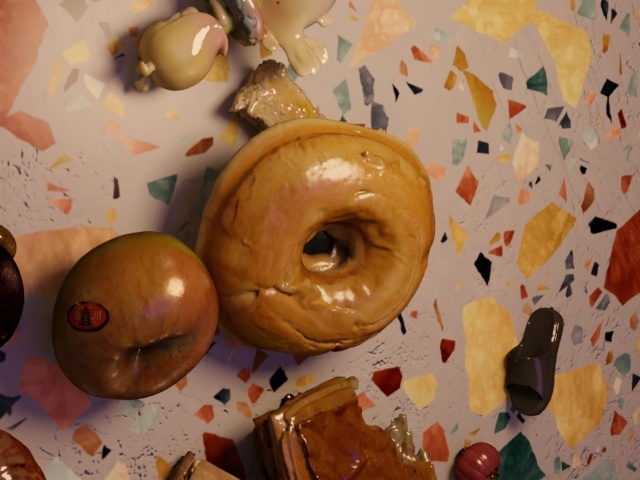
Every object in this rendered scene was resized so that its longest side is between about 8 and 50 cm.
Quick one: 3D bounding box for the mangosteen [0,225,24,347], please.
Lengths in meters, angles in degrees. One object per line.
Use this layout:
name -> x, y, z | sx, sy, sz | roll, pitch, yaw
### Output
mangosteen -> -0.495, 0.047, 1.235 | 0.211, 0.211, 0.250 | 41, 41, -31

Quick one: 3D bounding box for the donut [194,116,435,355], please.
donut -> 0.000, 0.000, 1.528 | 0.448, 0.198, 0.449 | -12, 117, -24

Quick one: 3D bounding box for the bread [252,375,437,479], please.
bread -> 0.036, 0.401, 1.629 | 0.370, 0.191, 0.314 | -11, 83, -48

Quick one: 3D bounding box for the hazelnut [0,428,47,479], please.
hazelnut -> -0.475, 0.352, 1.276 | 0.182, 0.182, 0.182 | -4, 96, -35

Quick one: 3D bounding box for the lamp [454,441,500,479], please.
lamp -> 0.327, 0.470, 1.909 | 0.107, 0.092, 0.108 | -34, 146, -27

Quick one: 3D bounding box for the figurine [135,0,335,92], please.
figurine -> -0.122, -0.349, 1.448 | 0.394, 0.226, 0.275 | -39, 89, -16

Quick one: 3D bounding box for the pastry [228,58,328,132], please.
pastry -> -0.036, -0.201, 1.589 | 0.258, 0.089, 0.121 | 37, 86, -33

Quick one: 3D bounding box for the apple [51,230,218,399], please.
apple -> -0.276, 0.112, 1.366 | 0.260, 0.194, 0.261 | -14, 137, -14

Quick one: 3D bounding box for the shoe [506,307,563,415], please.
shoe -> 0.446, 0.251, 1.970 | 0.093, 0.108, 0.241 | 28, 71, -32

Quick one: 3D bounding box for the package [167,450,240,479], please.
package -> -0.230, 0.511, 1.475 | 0.165, 0.221, 0.311 | 39, 70, -10
